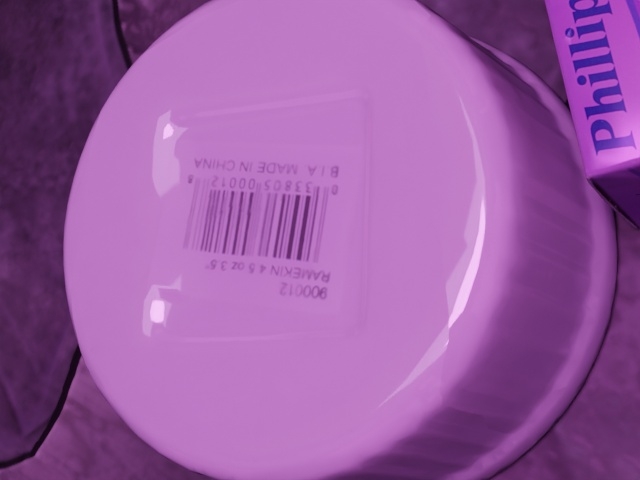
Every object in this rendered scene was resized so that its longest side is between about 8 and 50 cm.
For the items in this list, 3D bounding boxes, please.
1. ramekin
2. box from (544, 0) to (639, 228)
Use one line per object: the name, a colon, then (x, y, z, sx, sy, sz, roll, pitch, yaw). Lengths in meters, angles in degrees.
ramekin: (0.000, 0.000, 0.533, 0.277, 0.135, 0.277, -6, 76, 27)
box: (0.223, -0.146, 0.455, 0.243, 0.117, 0.213, -16, 72, 25)
